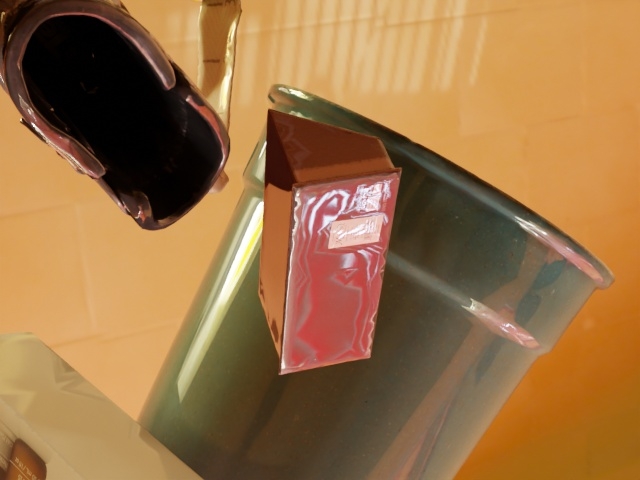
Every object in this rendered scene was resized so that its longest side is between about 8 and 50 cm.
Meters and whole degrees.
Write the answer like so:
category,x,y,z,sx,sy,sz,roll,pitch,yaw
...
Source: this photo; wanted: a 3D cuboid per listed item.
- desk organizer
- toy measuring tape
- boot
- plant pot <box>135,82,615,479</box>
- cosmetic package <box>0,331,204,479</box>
category,x,y,z,sx,sy,sz,roll,pitch,yaw
desk organizer,0.000,0.000,0.568,0.130,0.047,0.050,96,-20,-48
toy measuring tape,-0.093,-0.203,0.874,0.121,0.121,0.330,-14,-112,62
boot,-0.169,-0.140,0.527,0.118,0.338,0.223,-50,-124,4
plant pot,0.023,0.094,1.082,0.341,0.341,0.334,28,-92,55
cosmetic package,-0.198,0.276,0.960,0.377,0.097,0.284,29,-67,43
